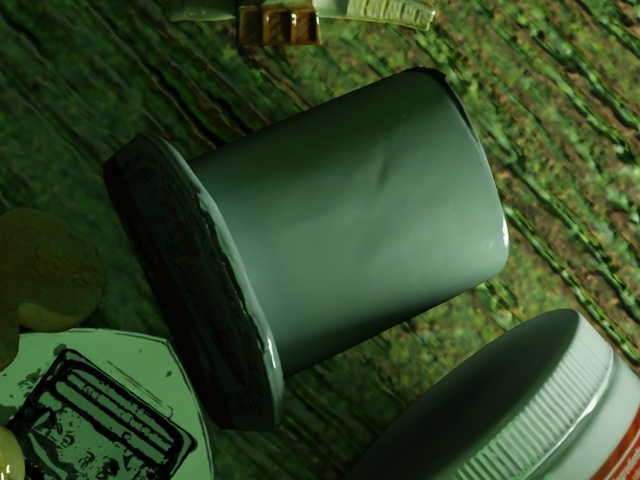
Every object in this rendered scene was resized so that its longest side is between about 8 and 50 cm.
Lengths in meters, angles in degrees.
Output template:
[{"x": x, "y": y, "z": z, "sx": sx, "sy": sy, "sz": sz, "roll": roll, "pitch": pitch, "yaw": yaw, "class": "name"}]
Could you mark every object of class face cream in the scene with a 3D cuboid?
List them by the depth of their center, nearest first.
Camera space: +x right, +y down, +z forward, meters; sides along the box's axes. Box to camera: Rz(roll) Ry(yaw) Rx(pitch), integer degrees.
[{"x": 0.137, "y": 0.173, "z": 0.936, "sx": 0.201, "sy": 0.201, "sz": 0.187, "roll": -42, "pitch": 95, "yaw": -11, "class": "face cream"}]

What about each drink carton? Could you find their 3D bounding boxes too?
[{"x": 0.000, "y": 0.000, "z": 0.935, "sx": 0.190, "sy": 0.191, "sz": 0.185, "roll": -20, "pitch": 89, "yaw": -19, "class": "drink carton"}]

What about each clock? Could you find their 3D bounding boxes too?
[{"x": -0.144, "y": 0.130, "z": 0.953, "sx": 0.198, "sy": 0.064, "sz": 0.172, "roll": 38, "pitch": 81, "yaw": -8, "class": "clock"}]

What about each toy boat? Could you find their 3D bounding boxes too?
[{"x": -0.014, "y": -0.154, "z": 0.996, "sx": 0.172, "sy": 0.065, "sz": 0.066, "roll": 0, "pitch": 73, "yaw": -7, "class": "toy boat"}]

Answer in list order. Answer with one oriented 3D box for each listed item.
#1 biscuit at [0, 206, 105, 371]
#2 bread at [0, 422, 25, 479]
[{"x": -0.223, "y": 0.012, "z": 0.897, "sx": 0.234, "sy": 0.030, "sz": 0.153, "roll": 6, "pitch": 52, "yaw": -47, "class": "biscuit"}, {"x": -0.284, "y": 0.136, "z": 0.801, "sx": 0.268, "sy": 0.130, "sz": 0.152, "roll": 1, "pitch": 48, "yaw": -25, "class": "bread"}]
